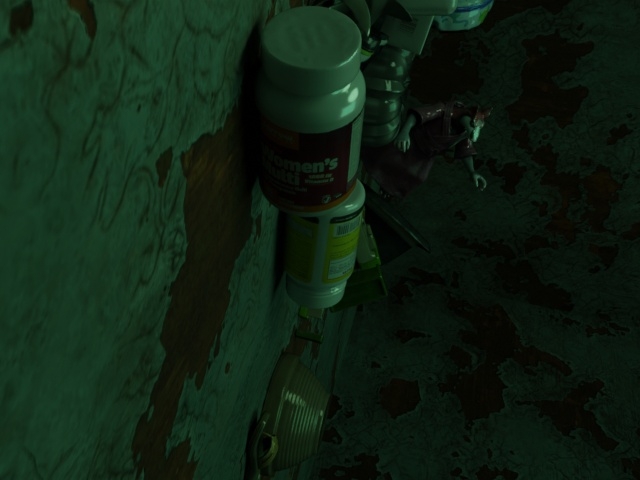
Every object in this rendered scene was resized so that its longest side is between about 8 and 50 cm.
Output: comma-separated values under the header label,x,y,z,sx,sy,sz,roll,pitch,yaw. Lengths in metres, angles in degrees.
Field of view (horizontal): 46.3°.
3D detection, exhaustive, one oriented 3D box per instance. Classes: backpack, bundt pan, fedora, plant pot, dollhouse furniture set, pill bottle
label,x,y,z,sx,sy,sz,roll,pitch,yaw
backpack,0.289,-0.624,1.762,0.273,0.290,0.355,95,11,-54
bundt pan,0.138,-0.360,1.685,0.331,0.124,0.330,12,90,-82
fedora,0.158,-0.024,2.101,0.152,0.334,0.334,-48,174,3
plant pot,-0.046,0.344,1.455,0.237,0.110,0.237,11,90,-83
dollhouse furniture set,0.047,-0.003,1.810,0.301,0.151,0.197,68,9,-47
pill bottle,0.000,0.000,1.181,0.119,0.119,0.208,-70,170,-51
pill bottle,-0.012,-0.136,0.828,0.221,0.121,0.121,92,12,-54
dollhouse furniture set,-0.008,0.140,1.612,0.076,0.059,0.151,80,23,-73

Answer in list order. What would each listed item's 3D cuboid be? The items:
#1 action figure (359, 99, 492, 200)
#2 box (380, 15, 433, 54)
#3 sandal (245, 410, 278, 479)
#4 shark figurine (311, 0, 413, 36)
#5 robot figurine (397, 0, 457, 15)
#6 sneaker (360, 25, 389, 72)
label,x,y,z,sx,sy,sz,roll,pitch,yaw
action figure,0.280,-0.256,1.882,0.370,0.248,0.275,-28,-144,39
box,0.186,-0.473,1.451,0.130,0.091,0.170,106,4,-56
sandal,-0.099,0.370,1.307,0.072,0.049,0.180,-66,166,-61
shark figurine,0.081,-0.348,1.095,0.166,0.116,0.278,-54,-179,6
robot figurine,0.174,-0.552,1.213,0.300,0.200,0.353,-74,165,-61
sneaker,0.058,-0.346,1.346,0.097,0.084,0.234,-54,-179,21
